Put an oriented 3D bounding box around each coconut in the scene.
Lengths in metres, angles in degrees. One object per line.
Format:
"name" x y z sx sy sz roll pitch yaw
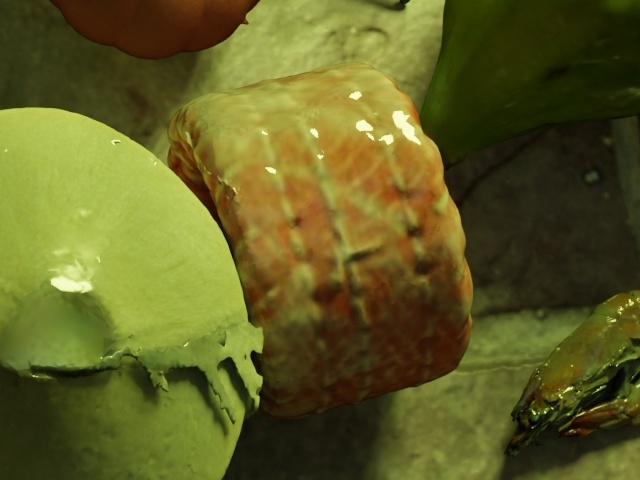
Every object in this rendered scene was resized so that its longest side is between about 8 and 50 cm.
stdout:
"coconut" -0.193 0.074 1.093 0.323 0.323 0.322 2 80 -11

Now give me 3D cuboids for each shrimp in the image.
"shrimp" 0.216 0.108 1.316 0.190 0.042 0.101 -33 95 -16

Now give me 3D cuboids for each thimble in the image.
"thimble" 0.000 0.000 1.195 0.162 0.239 0.239 -19 84 -13

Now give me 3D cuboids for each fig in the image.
"fig" 0.198 -0.174 1.266 0.314 0.233 0.233 -41 90 -21

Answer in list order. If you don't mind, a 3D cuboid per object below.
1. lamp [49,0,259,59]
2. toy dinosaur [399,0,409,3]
"lamp" -0.126 -0.212 1.260 0.182 0.140 0.182 9 61 -18
"toy dinosaur" -0.086 -0.378 1.312 0.331 0.129 0.383 2 100 -1
